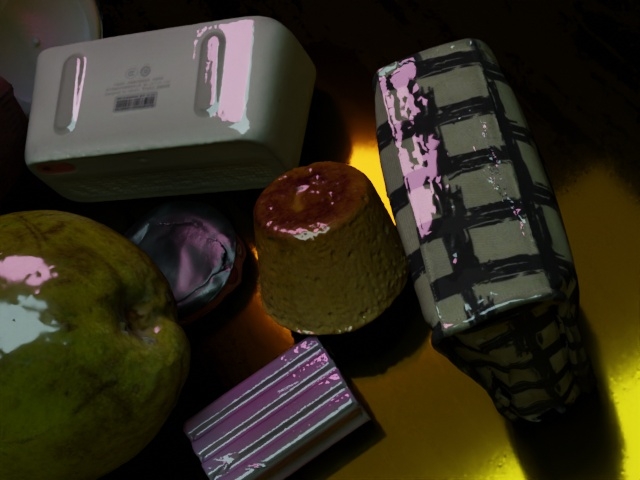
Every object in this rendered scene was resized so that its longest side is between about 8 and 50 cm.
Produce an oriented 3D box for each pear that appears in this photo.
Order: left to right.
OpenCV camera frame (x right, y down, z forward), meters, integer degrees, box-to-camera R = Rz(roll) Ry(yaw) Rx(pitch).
[{"bbox_3d":[-0.358,0.135,1.268,0.413,0.352,0.352,-17,56,28],"label":"pear"}]

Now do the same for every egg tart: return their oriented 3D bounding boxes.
[{"bbox_3d":[0.000,0.000,1.280,0.202,0.147,0.203,-13,39,10],"label":"egg tart"}]

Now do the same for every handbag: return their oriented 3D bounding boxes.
[{"bbox_3d":[0.183,0.007,1.124,0.162,0.327,0.325,-18,58,11],"label":"handbag"}]

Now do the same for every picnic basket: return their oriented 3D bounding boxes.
[{"bbox_3d":[-0.543,-0.168,1.529,0.296,0.223,0.129,21,53,31],"label":"picnic basket"}]

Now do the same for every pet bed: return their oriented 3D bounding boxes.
[{"bbox_3d":[-0.200,0.033,1.430,0.201,0.053,0.201,-9,59,16],"label":"pet bed"}]

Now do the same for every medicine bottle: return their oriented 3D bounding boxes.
[{"bbox_3d":[-0.530,-0.341,1.663,0.289,0.245,0.245,21,71,32],"label":"medicine bottle"}]

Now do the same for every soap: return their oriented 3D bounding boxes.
[{"bbox_3d":[-0.054,0.218,1.257,0.203,0.065,0.122,-35,54,1],"label":"soap"}]

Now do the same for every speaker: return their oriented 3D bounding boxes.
[{"bbox_3d":[-0.219,-0.176,1.484,0.406,0.183,0.184,-4,66,21],"label":"speaker"}]

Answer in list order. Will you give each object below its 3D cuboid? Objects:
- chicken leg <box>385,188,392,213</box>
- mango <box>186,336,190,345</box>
[{"bbox_3d":[0.141,-0.106,1.364,0.084,0.069,0.198,13,61,26],"label":"chicken leg"},{"bbox_3d":[-0.201,0.159,1.363,0.060,0.046,0.089,-2,65,22],"label":"mango"}]
